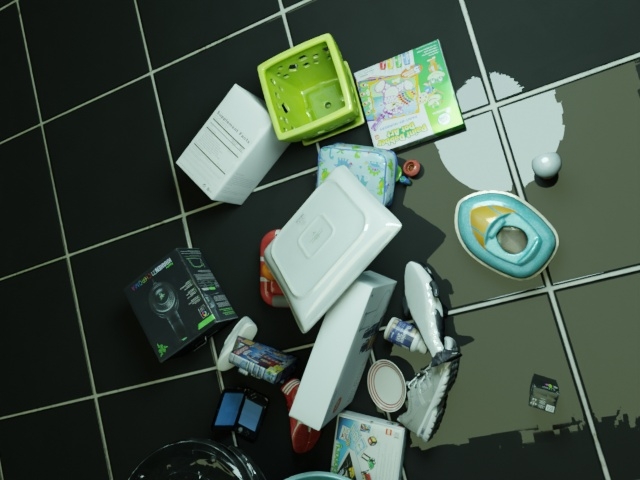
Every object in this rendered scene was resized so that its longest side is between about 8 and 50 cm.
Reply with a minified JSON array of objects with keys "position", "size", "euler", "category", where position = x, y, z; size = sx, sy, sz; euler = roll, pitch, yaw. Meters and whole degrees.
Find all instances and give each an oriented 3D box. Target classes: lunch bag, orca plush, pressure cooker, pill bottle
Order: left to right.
[{"position":[-0.324,0.758,1.570],"size":[0.376,0.420,0.369],"euler":[4,59,9],"category":"pressure cooker"},{"position":[0.097,-0.173,1.576],"size":[0.219,0.090,0.175],"euler":[11,110,28],"category":"lunch bag"},{"position":[0.238,0.260,1.541],"size":[0.120,0.067,0.067],"euler":[23,97,20],"category":"pill bottle"},{"position":[0.308,0.183,1.492],"size":[0.151,0.102,0.287],"euler":[-64,35,37],"category":"orca plush"}]

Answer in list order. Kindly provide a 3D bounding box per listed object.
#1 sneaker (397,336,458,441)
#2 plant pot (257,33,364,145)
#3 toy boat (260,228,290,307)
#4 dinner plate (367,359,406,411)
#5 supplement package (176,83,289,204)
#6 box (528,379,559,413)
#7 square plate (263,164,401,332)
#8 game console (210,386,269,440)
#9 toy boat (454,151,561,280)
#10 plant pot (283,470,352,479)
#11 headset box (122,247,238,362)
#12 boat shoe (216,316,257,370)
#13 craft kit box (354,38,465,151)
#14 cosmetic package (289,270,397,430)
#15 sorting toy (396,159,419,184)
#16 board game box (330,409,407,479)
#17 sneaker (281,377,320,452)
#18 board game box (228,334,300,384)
[{"position":[0.279,0.381,1.502],"size":[0.115,0.105,0.281],"euler":[20,93,26],"category":"sneaker"},{"position":[-0.010,-0.397,1.583],"size":[0.227,0.207,0.228],"euler":[-18,82,19],"category":"plant pot"},{"position":[-0.118,0.082,1.638],"size":[0.151,0.151,0.230],"euler":[-1,88,21],"category":"toy boat"},{"position":[0.184,0.396,1.562],"size":[0.141,0.017,0.141],"euler":[-2,87,49],"category":"dinner plate"},{"position":[-0.242,-0.275,1.684],"size":[0.175,0.178,0.293],"euler":[45,103,17],"category":"supplement package"},{"position":[0.551,0.384,1.407],"size":[0.062,0.083,0.052],"euler":[15,95,20],"category":"box"},{"position":[0.000,0.000,1.425],"size":[0.347,0.049,0.344],"euler":[-49,38,11],"category":"square plate"},{"position":[-0.240,0.521,1.707],"size":[0.124,0.085,0.143],"euler":[20,96,21],"category":"game console"},{"position":[0.485,-0.075,1.413],"size":[0.268,0.148,0.318],"euler":[34,101,19],"category":"toy boat"},{"position":[-0.016,0.842,1.458],"size":[0.342,0.341,0.333],"euler":[22,123,20],"category":"plant pot"},{"position":[-0.430,0.205,1.766],"size":[0.246,0.131,0.283],"euler":[-35,77,17],"category":"headset box"},{"position":[-0.263,0.313,1.739],"size":[0.184,0.066,0.063],"euler":[-60,38,14],"category":"boat shoe"},{"position":[0.242,-0.387,1.569],"size":[0.250,0.061,0.246],"euler":[-18,85,20],"category":"craft kit box"},{"position":[0.068,0.270,1.491],"size":[0.098,0.284,0.376],"euler":[22,97,21],"category":"cosmetic package"},{"position":[0.233,-0.183,1.577],"size":[0.102,0.042,0.061],"euler":[-18,66,31],"category":"sorting toy"},{"position":[0.125,0.642,1.579],"size":[0.193,0.053,0.304],"euler":[8,91,22],"category":"board game box"},{"position":[-0.060,0.496,1.656],"size":[0.128,0.087,0.221],"euler":[-135,46,-58],"category":"sneaker"},{"position":[-0.183,0.341,1.623],"size":[0.194,0.194,0.060],"euler":[21,96,16],"category":"board game box"}]
